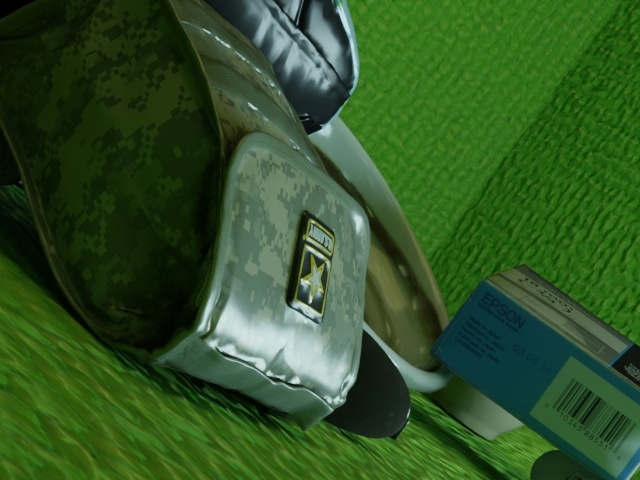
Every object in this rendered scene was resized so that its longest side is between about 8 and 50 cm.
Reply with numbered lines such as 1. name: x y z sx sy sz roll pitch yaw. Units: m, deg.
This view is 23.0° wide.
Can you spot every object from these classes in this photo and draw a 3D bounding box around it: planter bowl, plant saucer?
1. planter bowl: 0.205 0.178 1.948 0.162 0.109 0.162 37 2 -2
2. plant saucer: 0.000 0.000 1.669 0.400 0.100 0.400 51 18 -24

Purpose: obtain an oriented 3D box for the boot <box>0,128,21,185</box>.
1. boot: -0.301 -0.119 1.052 0.213 0.077 0.165 37 5 14

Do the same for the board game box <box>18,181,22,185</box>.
1. board game box: -0.275 -0.117 1.391 0.318 0.066 0.319 35 3 -25

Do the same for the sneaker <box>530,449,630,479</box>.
1. sneaker: 0.292 0.277 1.613 0.086 0.085 0.237 42 -2 -38

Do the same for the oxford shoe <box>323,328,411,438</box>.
1. oxford shoe: -0.020 0.080 1.229 0.212 0.076 0.076 36 -8 -12

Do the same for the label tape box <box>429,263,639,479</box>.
1. label tape box: 0.280 0.135 1.736 0.241 0.106 0.334 36 13 13

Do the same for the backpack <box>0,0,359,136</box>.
1. backpack: -0.112 -0.204 1.261 0.355 0.290 0.273 53 7 -35

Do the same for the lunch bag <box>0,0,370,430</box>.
1. lunch bag: -0.079 -0.022 1.047 0.287 0.169 0.235 64 13 25

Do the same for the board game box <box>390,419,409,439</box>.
1. board game box: -0.016 0.100 1.379 0.186 0.026 0.126 35 3 -18
